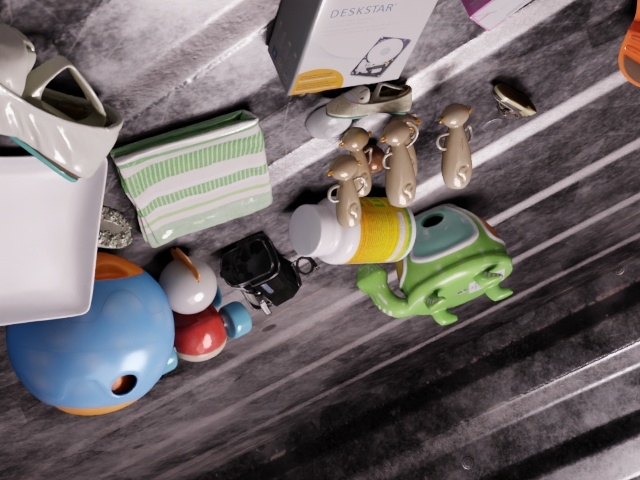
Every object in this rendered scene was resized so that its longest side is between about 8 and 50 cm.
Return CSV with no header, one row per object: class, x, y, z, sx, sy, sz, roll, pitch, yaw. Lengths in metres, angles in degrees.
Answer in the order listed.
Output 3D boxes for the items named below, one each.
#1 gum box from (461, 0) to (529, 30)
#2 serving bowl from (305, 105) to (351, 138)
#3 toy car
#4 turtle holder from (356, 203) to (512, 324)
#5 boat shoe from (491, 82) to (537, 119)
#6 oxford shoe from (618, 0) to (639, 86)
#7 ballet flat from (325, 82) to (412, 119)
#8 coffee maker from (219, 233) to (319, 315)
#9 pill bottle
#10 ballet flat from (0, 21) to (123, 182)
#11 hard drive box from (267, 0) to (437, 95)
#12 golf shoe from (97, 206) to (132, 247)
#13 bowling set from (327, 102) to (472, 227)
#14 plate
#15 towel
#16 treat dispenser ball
gum box,0.264,-0.383,1.143,0.188,0.107,0.062,-34,155,27
serving bowl,0.017,-0.194,1.446,0.083,0.027,0.083,-18,156,-8
toy car,-0.274,0.101,1.712,0.219,0.210,0.238,-23,132,-33
turtle holder,0.270,0.061,1.989,0.320,0.227,0.243,-35,155,29
boat shoe,0.351,-0.248,1.591,0.049,0.056,0.152,-40,152,26
oxford shoe,0.588,-0.417,1.395,0.133,0.130,0.363,-48,162,-28
ballet flat,0.079,-0.232,1.406,0.168,0.057,0.052,-11,128,-34
coffee maker,-0.110,0.056,1.812,0.171,0.120,0.178,-45,159,-6
pill bottle,0.062,-0.021,1.732,0.246,0.136,0.136,-1,150,-41
ballet flat,-0.366,-0.184,1.027,0.139,0.139,0.400,-26,161,10
hard drive box,0.046,-0.307,1.141,0.181,0.089,0.232,-13,156,-21
golf shoe,-0.400,-0.019,1.442,0.086,0.069,0.176,-14,164,38
bowling set,0.102,-0.155,1.490,0.287,0.200,0.154,-21,123,-22
plate,-0.463,-0.002,1.274,0.277,0.045,0.278,-6,118,-39
towel,-0.204,-0.097,1.454,0.248,0.038,0.325,-19,157,-8
treat dispenser ball,-0.405,0.164,1.531,0.288,0.288,0.288,-19,157,-8
